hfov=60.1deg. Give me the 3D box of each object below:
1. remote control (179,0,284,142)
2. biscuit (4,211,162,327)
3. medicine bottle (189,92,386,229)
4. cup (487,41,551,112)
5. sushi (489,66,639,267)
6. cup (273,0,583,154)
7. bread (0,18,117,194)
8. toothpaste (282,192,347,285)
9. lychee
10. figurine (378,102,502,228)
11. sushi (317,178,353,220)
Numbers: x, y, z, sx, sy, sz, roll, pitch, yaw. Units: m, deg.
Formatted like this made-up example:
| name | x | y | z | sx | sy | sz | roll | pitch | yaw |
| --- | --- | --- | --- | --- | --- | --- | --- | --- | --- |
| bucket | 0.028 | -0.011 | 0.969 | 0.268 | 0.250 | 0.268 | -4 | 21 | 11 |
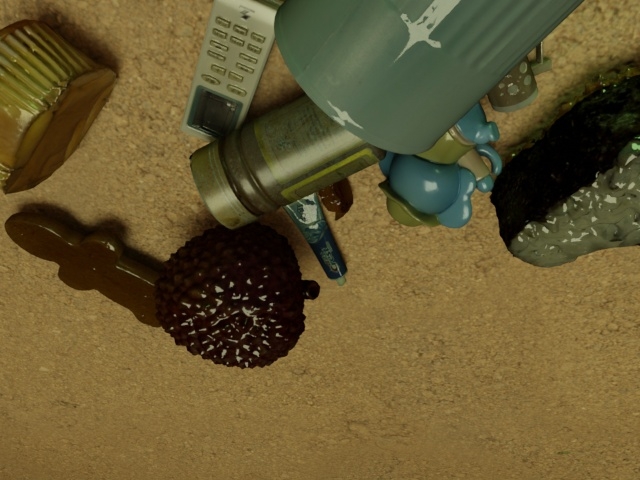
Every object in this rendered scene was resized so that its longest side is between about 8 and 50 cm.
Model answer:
| name | x | y | z | sx | sy | sz | roll | pitch | yaw |
| --- | --- | --- | --- | --- | --- | --- | --- | --- | --- |
| remote control | -0.149 | -0.271 | 0.895 | 0.103 | 0.055 | 0.277 | 21 | 135 | -11 |
| biscuit | -0.500 | 0.052 | 1.274 | 0.432 | 0.064 | 0.283 | 33 | 140 | -21 |
| medicine bottle | -0.036 | -0.149 | 0.902 | 0.323 | 0.151 | 0.151 | -24 | 128 | 15 |
| cup | 0.291 | -0.258 | 0.825 | 0.102 | 0.074 | 0.099 | -18 | 130 | 24 |
| sushi | 0.441 | -0.096 | 0.885 | 0.235 | 0.207 | 0.348 | 18 | 142 | -26 |
| cup | 0.166 | -0.284 | 0.624 | 0.332 | 0.256 | 0.311 | 10 | 144 | -34 |
| bread | -0.486 | -0.226 | 0.913 | 0.156 | 0.204 | 0.288 | 42 | 126 | -7 |
| toothpaste | 0.001 | 0.000 | 1.159 | 0.069 | 0.047 | 0.268 | -3 | 132 | 30 |
| lychee | -0.166 | 0.107 | 1.110 | 0.331 | 0.305 | 0.305 | -4 | 136 | -4 |
| figurine | 0.204 | -0.125 | 0.923 | 0.180 | 0.153 | 0.262 | 36 | 135 | -10 |
| sushi | 0.023 | -0.092 | 1.053 | 0.055 | 0.052 | 0.120 | 0 | 141 | 35 |
